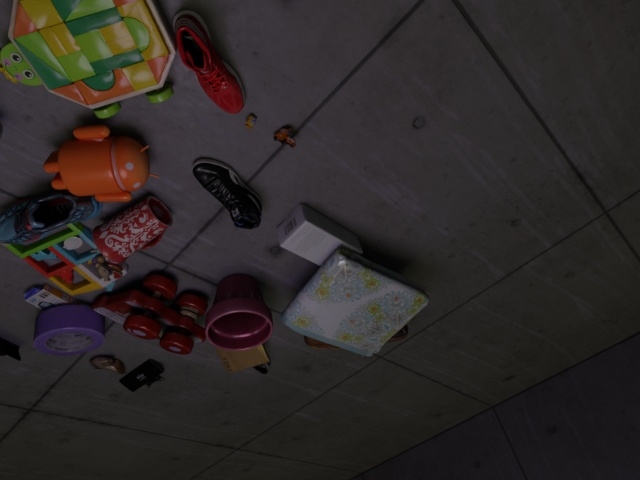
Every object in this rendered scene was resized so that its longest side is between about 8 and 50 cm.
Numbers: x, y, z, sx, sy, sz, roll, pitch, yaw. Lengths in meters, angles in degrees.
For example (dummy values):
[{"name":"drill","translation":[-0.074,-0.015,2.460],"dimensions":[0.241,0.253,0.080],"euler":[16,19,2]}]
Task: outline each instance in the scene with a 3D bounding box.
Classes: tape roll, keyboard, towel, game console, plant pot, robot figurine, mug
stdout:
[{"name":"tape roll","translation":[-0.766,0.277,1.315],"dimensions":[0.189,0.080,0.189],"euler":[-13,146,-9]},{"name":"keyboard","translation":[-0.668,0.514,1.632],"dimensions":[0.192,0.038,0.100],"euler":[-34,108,20]},{"name":"towel","translation":[0.112,0.203,1.337],"dimensions":[0.375,0.090,0.320],"euler":[25,119,-25]},{"name":"game console","translation":[-1.028,0.344,1.355],"dimensions":[0.107,0.071,0.122],"euler":[-23,133,10]},{"name":"plant pot","translation":[-0.251,0.210,1.322],"dimensions":[0.202,0.180,0.201],"euler":[-6,133,-7]},{"name":"robot figurine","translation":[-0.482,-0.167,0.951],"dimensions":[0.220,0.128,0.158],"euler":[-6,91,-7]},{"name":"mug","translation":[-0.473,-0.037,1.114],"dimensions":[0.169,0.150,0.113],"euler":[-31,95,11]}]

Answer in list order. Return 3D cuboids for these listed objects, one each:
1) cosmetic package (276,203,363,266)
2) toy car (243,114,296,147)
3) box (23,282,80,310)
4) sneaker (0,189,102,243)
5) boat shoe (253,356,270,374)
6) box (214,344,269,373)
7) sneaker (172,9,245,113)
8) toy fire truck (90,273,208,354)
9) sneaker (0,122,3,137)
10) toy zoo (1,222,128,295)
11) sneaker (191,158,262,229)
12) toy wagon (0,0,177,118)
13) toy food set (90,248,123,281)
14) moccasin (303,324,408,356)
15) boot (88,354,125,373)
[{"name":"cosmetic package","translation":[0.000,0.000,1.248],"dimensions":[0.231,0.085,0.117],"euler":[29,121,-36]},{"name":"toy car","translation":[-0.110,-0.259,0.999],"dimensions":[0.122,0.060,0.040],"euler":[20,94,-36]},{"name":"box","translation":[-0.803,0.178,1.278],"dimensions":[0.081,0.028,0.136],"euler":[-28,130,14]},{"name":"sneaker","translation":[-0.661,-0.063,0.999],"dimensions":[0.262,0.125,0.104],"euler":[-22,98,1]},{"name":"boat shoe","translation":[-0.249,0.440,1.621],"dimensions":[0.075,0.065,0.206],"euler":[-22,133,9]},{"name":"box","translation":[-0.291,0.379,1.541],"dimensions":[0.165,0.021,0.201],"euler":[-17,114,2]},{"name":"sneaker","translation":[-0.224,-0.328,0.854],"dimensions":[0.087,0.128,0.221],"euler":[-24,132,12]},{"name":"toy fire truck","translation":[-0.516,0.243,1.331],"dimensions":[0.254,0.169,0.302],"euler":[-14,139,34]},{"name":"sneaker","translation":[-0.790,-0.245,0.831],"dimensions":[0.302,0.108,0.121],"euler":[23,125,-20]},{"name":"toy zoo","translation":[-0.679,0.055,1.185],"dimensions":[0.192,0.030,0.293],"euler":[-21,134,7]},{"name":"sneaker","translation":[-0.224,-0.108,1.068],"dimensions":[0.079,0.121,0.217],"euler":[-38,129,21]},{"name":"toy wagon","translation":[-0.457,-0.362,0.812],"dimensions":[0.345,0.068,0.267],"euler":[-16,134,3]},{"name":"toy food set","translation":[-0.585,0.072,1.186],"dimensions":[0.078,0.019,0.122],"euler":[-9,134,-5]},{"name":"moccasin","translation":[0.129,0.339,1.561],"dimensions":[0.380,0.139,0.147],"euler":[-7,140,-9]},{"name":"boot","translation":[-0.767,0.449,1.539],"dimensions":[0.087,0.042,0.118],"euler":[-7,133,3]}]
